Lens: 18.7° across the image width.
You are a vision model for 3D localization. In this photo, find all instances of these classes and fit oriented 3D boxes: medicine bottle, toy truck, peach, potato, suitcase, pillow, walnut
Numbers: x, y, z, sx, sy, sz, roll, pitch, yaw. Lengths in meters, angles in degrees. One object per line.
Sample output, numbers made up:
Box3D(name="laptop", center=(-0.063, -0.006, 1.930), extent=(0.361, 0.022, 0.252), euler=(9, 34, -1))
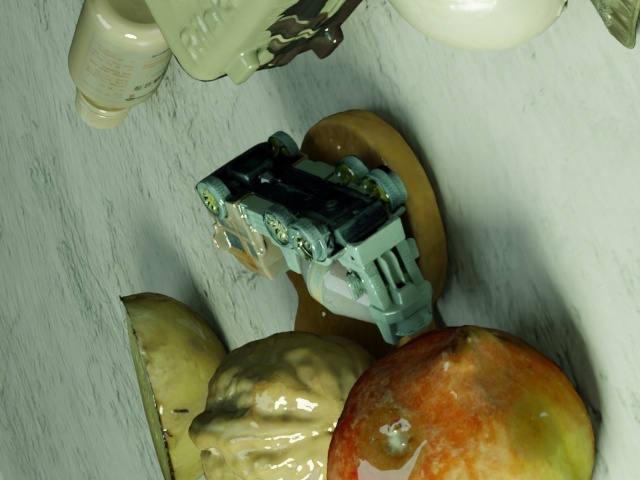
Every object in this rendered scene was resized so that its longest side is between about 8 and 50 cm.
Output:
Box3D(name="medicine bottle", center=(-0.230, -0.213, 2.217), extent=(0.114, 0.114, 0.252), euler=(64, 154, 17))
Box3D(name="toy truck", center=(0.000, 0.000, 1.785), extent=(0.256, 0.108, 0.140), euler=(22, 141, 51))
Box3D(name="peach", center=(0.117, 0.172, 1.630), extent=(0.232, 0.232, 0.257), euler=(43, 153, 47))
Box3D(name="potato", center=(-0.167, 0.172, 2.354), extent=(0.299, 0.116, 0.239), euler=(93, 156, -59))
Box3D(name="suitcase", center=(-0.079, -0.336, 1.704), extent=(0.339, 0.194, 0.351), euler=(63, 150, 8))
Box3D(name="pillow", center=(0.180, -0.245, 1.417), extent=(0.130, 0.033, 0.217), euler=(76, 167, -69))
Box3D(name="walnut", center=(-0.025, 0.183, 1.860), extent=(0.245, 0.198, 0.198), euler=(-7, 101, 58))

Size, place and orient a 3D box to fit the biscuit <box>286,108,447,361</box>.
Box3D(name="biscuit", center=(0.046, 0.033, 1.886), extent=(0.275, 0.052, 0.355), euler=(42, 141, 42))

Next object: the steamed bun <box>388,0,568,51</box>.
Box3D(name="steamed bun", center=(0.089, -0.243, 1.461), extent=(0.228, 0.131, 0.177), euler=(63, -179, 9))
